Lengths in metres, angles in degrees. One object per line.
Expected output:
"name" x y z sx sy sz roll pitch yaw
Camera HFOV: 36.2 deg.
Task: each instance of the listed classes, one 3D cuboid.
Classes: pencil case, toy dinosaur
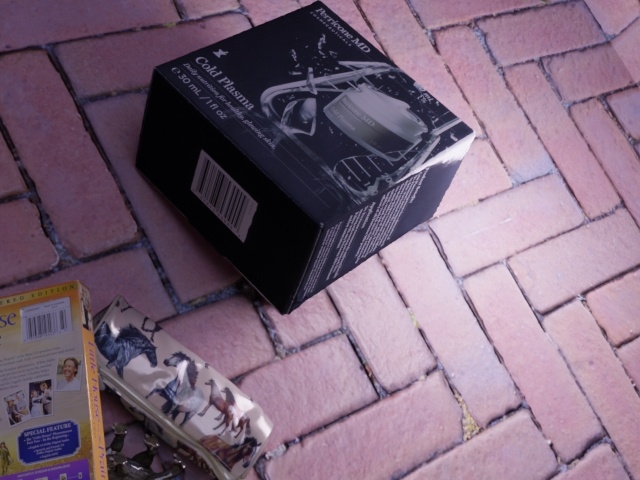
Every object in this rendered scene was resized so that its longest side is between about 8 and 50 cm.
"pencil case" -0.269 0.288 1.781 0.410 0.160 0.183 40 38 -5
"toy dinosaur" -0.334 0.418 1.709 0.313 0.160 0.121 14 31 -35

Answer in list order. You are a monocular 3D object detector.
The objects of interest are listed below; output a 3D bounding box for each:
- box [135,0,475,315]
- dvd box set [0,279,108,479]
"box" -0.037 -0.186 2.007 0.480 0.297 0.472 43 49 18
"dvd box set" -0.513 0.297 1.608 0.307 0.062 0.420 -14 68 4
